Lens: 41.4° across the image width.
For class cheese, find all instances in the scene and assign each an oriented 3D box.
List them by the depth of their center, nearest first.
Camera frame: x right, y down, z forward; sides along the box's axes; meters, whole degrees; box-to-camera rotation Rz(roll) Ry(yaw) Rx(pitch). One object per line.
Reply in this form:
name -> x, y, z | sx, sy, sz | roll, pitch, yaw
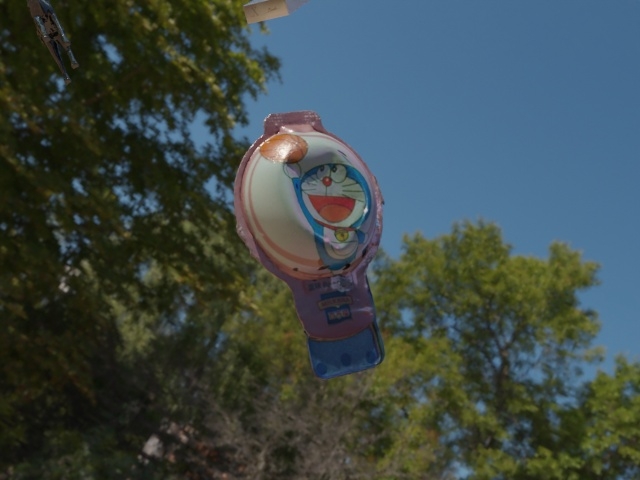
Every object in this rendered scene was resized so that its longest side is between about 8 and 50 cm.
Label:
cheese -> 0.000, 0.000, 0.892 | 0.189, 0.285, 0.074 | -8, -8, -31

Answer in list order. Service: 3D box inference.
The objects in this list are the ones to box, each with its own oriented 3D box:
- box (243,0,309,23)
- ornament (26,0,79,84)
box -> -0.074, -0.442, 1.563 | 0.084, 0.154, 0.040 | -4, -64, 21
ornament -> -0.266, -0.217, 0.809 | 0.125, 0.028, 0.073 | 59, -12, 21
